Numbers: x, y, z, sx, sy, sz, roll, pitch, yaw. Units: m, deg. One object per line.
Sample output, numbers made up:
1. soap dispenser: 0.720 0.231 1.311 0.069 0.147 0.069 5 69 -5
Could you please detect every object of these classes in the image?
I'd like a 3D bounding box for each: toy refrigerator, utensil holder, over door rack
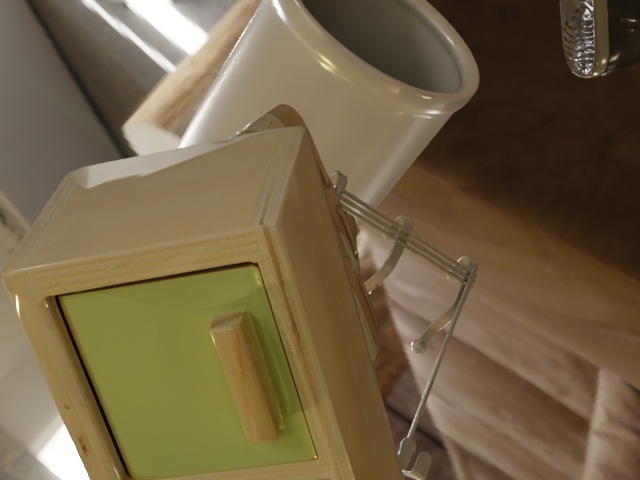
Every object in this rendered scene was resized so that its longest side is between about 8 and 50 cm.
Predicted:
1. toy refrigerator: -0.025 0.100 0.460 0.102 0.094 0.269 -9 117 11
2. utensil holder: -0.008 -0.181 1.669 0.328 0.327 0.385 38 122 2
3. over door rack: 0.049 0.105 1.383 0.240 0.324 0.108 31 146 -17

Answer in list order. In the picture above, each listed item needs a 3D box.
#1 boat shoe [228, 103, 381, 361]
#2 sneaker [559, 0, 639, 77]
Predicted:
1. boat shoe: 0.000 0.000 1.197 0.109 0.098 0.302 0 125 49
2. sneaker: 0.307 -0.283 1.140 0.083 0.118 0.222 -141 42 -58
